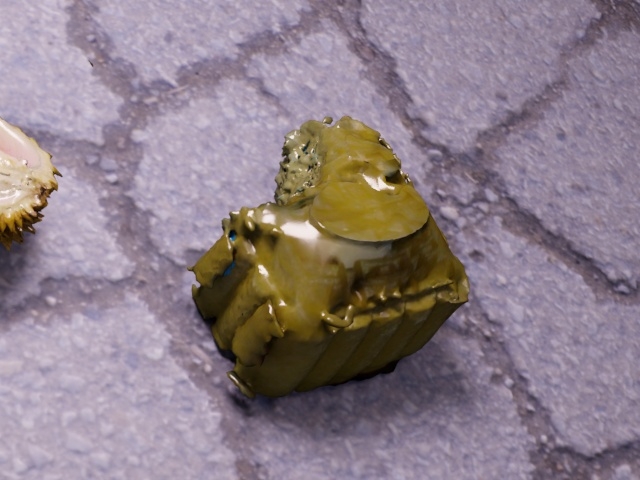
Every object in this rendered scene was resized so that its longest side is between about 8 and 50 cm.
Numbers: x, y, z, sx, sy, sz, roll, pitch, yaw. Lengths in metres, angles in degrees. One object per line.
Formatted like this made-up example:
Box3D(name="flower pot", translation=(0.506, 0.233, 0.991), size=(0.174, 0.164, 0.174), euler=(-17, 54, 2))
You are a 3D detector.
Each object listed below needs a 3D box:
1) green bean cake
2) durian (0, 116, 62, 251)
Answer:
Box3D(name="green bean cake", translation=(0.000, 0.000, 1.662), size=(0.310, 0.202, 0.285), euler=(-14, 64, -43))
Box3D(name="durian", translation=(-0.383, -0.061, 1.482), size=(0.250, 0.137, 0.183), euler=(10, 18, -35))
